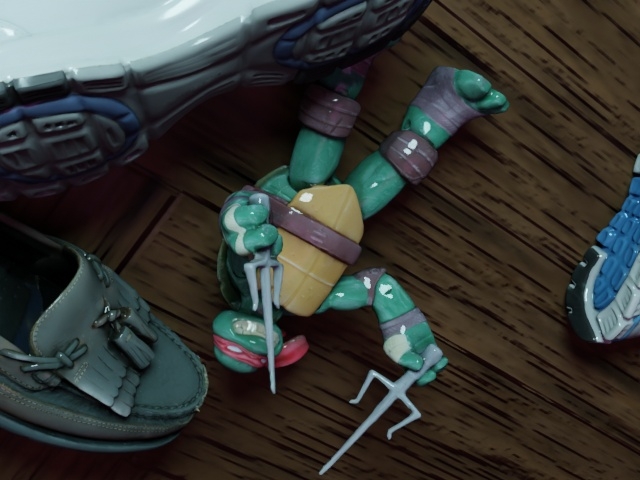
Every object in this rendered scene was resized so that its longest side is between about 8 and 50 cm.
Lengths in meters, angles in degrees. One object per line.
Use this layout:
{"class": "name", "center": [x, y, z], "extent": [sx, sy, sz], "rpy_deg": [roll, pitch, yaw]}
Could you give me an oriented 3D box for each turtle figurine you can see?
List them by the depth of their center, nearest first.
{"class": "turtle figurine", "center": [0.000, 0.000, 0.643], "extent": [0.175, 0.118, 0.234], "rpy_deg": [25, 91, -47]}

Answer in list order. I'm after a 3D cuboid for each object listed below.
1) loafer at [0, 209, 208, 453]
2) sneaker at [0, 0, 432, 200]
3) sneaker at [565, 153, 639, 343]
{"class": "loafer", "center": [-0.158, 0.030, 0.597], "extent": [0.267, 0.096, 0.084], "rpy_deg": [29, 130, -30]}
{"class": "sneaker", "center": [-0.092, -0.112, 0.542], "extent": [0.297, 0.129, 0.111], "rpy_deg": [-23, 164, -15]}
{"class": "sneaker", "center": [0.237, -0.012, 0.768], "extent": [0.083, 0.071, 0.191], "rpy_deg": [10, 122, -33]}
